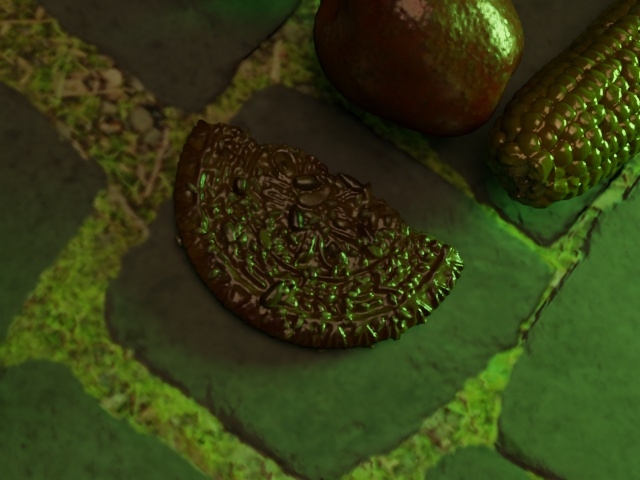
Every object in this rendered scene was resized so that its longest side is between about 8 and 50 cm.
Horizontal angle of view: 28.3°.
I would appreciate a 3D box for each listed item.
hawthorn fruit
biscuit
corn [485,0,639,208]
[{"bbox_3d":[0.070,-0.137,0.858,0.138,0.133,0.133,48,68,-11],"label":"hawthorn fruit"},{"bbox_3d":[-0.011,0.006,0.839,0.206,0.025,0.126,27,68,-2],"label":"biscuit"},{"bbox_3d":[0.229,-0.128,0.903,0.102,0.102,0.313,44,70,5],"label":"corn"}]
